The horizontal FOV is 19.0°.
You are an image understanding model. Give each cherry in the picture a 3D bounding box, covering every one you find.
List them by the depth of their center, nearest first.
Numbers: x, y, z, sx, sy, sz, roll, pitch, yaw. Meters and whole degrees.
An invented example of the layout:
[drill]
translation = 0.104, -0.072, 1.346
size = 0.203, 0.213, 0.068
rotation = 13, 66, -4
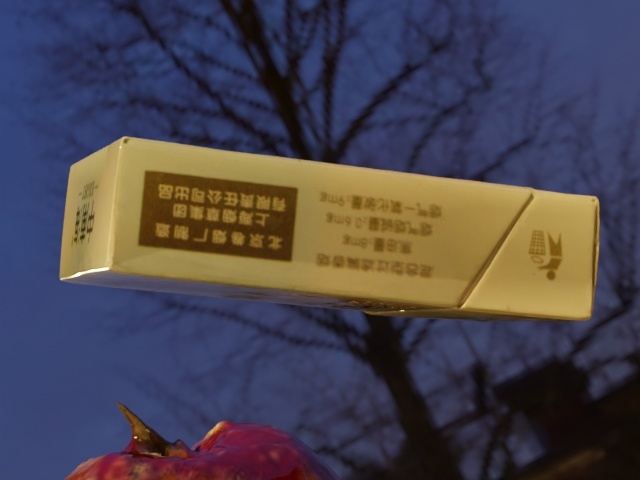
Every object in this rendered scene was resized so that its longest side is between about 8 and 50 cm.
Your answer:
[cherry]
translation = -0.074, 0.248, 1.264
size = 0.230, 0.300, 0.203
rotation = -10, -1, -29

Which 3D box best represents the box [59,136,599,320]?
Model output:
[box]
translation = 0.000, 0.000, 0.968
size = 0.243, 0.067, 0.155
rotation = 6, -3, -15
